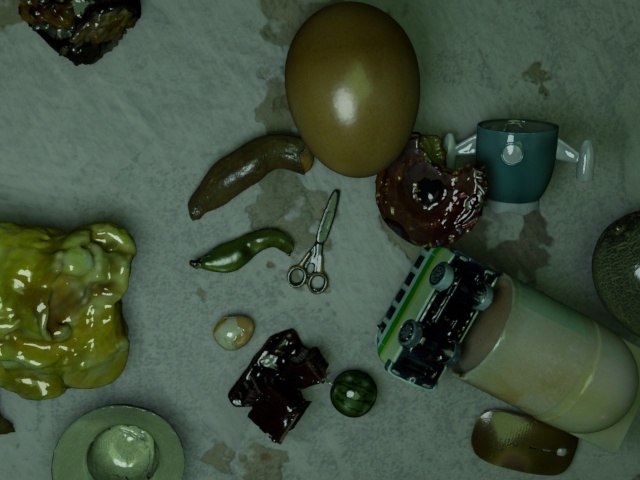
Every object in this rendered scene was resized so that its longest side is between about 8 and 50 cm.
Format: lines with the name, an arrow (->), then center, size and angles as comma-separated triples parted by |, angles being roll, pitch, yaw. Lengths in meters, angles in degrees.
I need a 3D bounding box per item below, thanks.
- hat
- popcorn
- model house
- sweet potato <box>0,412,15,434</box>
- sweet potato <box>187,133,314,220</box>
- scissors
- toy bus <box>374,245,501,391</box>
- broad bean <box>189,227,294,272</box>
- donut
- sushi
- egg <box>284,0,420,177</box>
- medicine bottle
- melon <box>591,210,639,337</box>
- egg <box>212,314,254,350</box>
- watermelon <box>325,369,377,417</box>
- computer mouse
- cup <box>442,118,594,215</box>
hat -> -0.394, 0.427, 1.520 | 0.257, 0.130, 0.257 | -1, 99, -6
popcorn -> -0.503, 0.119, 1.423 | 0.292, 0.293, 0.334 | -23, 137, -39
model house -> -0.078, 0.288, 1.522 | 0.141, 0.164, 0.203 | 29, 92, -15
sweet potato -> -0.752, 0.279, 1.449 | 0.370, 0.158, 0.158 | 36, 93, -9
sweet potato -> -0.141, -0.128, 1.492 | 0.286, 0.085, 0.112 | -31, 105, -1
scissors -> 0.000, 0.000, 1.562 | 0.088, 0.017, 0.220 | 18, 96, -5
toy bus -> 0.221, 0.145, 1.534 | 0.134, 0.165, 0.276 | 28, 95, -24
broad bean -> -0.159, 0.023, 1.531 | 0.214, 0.048, 0.070 | -13, 99, -8
donut -> 0.222, -0.096, 1.496 | 0.230, 0.096, 0.216 | 21, 109, 26
sushi -> -0.433, -0.446, 1.357 | 0.213, 0.200, 0.204 | -40, 97, 1
egg -> 0.061, -0.276, 1.409 | 0.250, 0.250, 0.322 | -8, 96, -5
medicine bottle -> 0.485, 0.255, 1.542 | 0.406, 0.236, 0.235 | 28, 94, -11
melon -> 0.700, 0.083, 1.541 | 0.248, 0.248, 0.329 | -46, 107, 1
egg -> -0.174, 0.185, 1.542 | 0.083, 0.071, 0.071 | -32, 100, -4
watermelon -> 0.065, 0.316, 1.573 | 0.109, 0.109, 0.109 | -1, 98, -6
computer mouse -> 0.451, 0.440, 1.659 | 0.245, 0.056, 0.126 | 15, 97, -10
cup -> 0.388, -0.147, 1.518 | 0.300, 0.167, 0.173 | 5, 110, 19
